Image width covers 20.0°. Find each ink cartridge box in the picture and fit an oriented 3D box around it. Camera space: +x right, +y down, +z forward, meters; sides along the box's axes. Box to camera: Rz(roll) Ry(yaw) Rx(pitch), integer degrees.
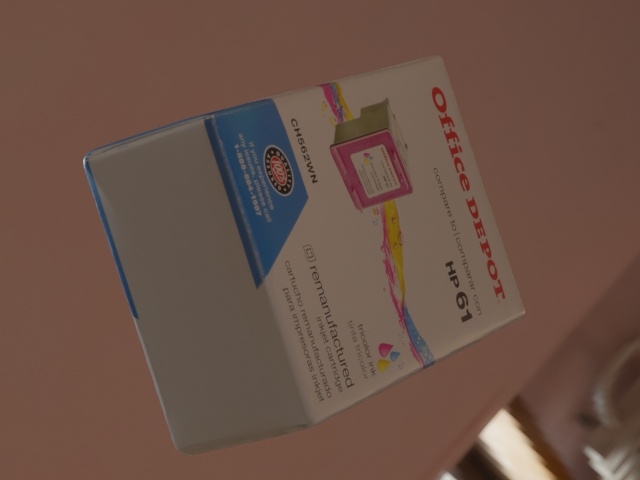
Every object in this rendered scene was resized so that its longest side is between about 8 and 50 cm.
[{"bbox_3d":[0.000,0.000,0.529,0.052,0.122,0.089,-16,93,35],"label":"ink cartridge box"}]
